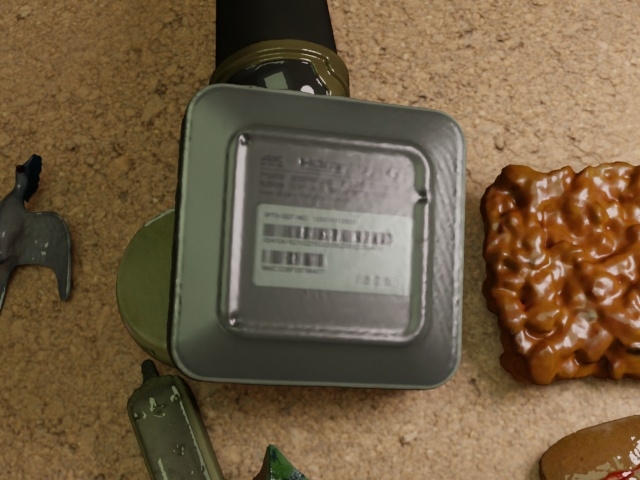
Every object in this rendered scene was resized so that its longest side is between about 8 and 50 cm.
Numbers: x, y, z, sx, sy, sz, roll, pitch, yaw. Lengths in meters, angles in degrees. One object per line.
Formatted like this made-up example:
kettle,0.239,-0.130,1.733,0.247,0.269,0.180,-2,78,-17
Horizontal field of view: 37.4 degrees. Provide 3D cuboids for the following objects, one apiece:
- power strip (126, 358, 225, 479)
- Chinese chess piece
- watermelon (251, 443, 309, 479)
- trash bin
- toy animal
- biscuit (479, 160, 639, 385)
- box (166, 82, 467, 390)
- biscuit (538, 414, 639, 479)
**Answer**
power strip,-0.176,0.339,1.295,0.092,0.066,0.388,-24,70,-1
Chinese chess piece,-0.171,0.067,1.379,0.250,0.101,0.250,-2,68,6
watermelon,-0.050,0.371,1.263,0.101,0.080,0.155,24,44,-22
trash bin,-0.066,-0.275,1.445,0.214,0.214,0.334,-7,64,4
toy animal,-0.478,-0.002,1.461,0.239,0.176,0.255,16,105,16
biscuit,0.383,0.044,1.317,0.312,0.110,0.318,-3,68,5
box,-0.001,0.000,1.278,0.396,0.111,0.397,4,83,-15
biscuit,0.367,0.372,1.217,0.262,0.052,0.277,-11,67,2
